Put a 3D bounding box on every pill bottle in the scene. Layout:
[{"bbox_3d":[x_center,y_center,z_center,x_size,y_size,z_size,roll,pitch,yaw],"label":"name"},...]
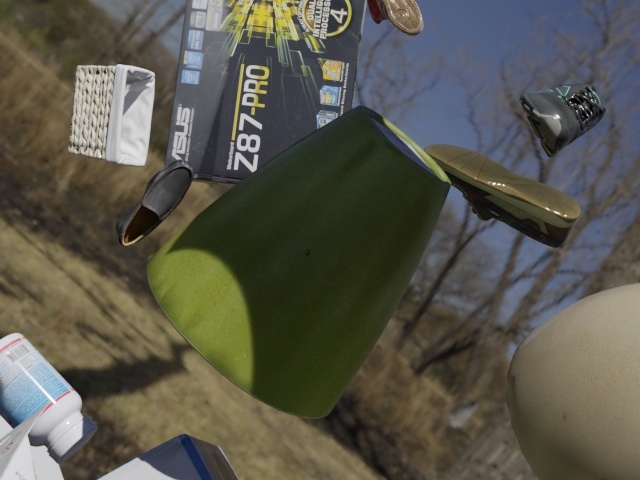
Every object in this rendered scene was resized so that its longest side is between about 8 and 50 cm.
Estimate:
[{"bbox_3d":[-0.358,0.200,1.405,0.160,0.087,0.087,45,-2,8],"label":"pill bottle"}]

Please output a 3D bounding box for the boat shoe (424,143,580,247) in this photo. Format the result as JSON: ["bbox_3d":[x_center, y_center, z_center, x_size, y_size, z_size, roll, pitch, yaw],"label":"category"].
[{"bbox_3d":[0.230,-0.057,1.487,0.223,0.073,0.080,26,32,18],"label":"boat shoe"}]

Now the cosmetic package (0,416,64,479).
[{"bbox_3d":[-0.458,0.312,1.634,0.117,0.085,0.231,18,25,-36],"label":"cosmetic package"}]

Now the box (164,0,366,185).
[{"bbox_3d":[-0.094,-0.287,2.007,0.318,0.395,0.097,8,-2,4],"label":"box"}]

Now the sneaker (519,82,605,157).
[{"bbox_3d":[0.358,-0.194,1.650,0.101,0.106,0.267,62,16,-6],"label":"sneaker"}]

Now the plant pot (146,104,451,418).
[{"bbox_3d":[0.000,0.000,1.271,0.274,0.293,0.275,37,15,-12],"label":"plant pot"}]

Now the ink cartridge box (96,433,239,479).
[{"bbox_3d":[-0.150,0.415,1.436,0.286,0.166,0.395,60,-6,11],"label":"ink cartridge box"}]

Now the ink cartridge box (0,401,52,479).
[{"bbox_3d":[-0.288,0.229,0.939,0.045,0.145,0.179,49,20,-12],"label":"ink cartridge box"}]

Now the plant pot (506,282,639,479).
[{"bbox_3d":[0.365,0.152,1.178,0.284,0.284,0.191,42,-42,10],"label":"plant pot"}]

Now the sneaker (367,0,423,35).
[{"bbox_3d":[0.099,-0.302,1.492,0.118,0.042,0.067,53,-5,26],"label":"sneaker"}]

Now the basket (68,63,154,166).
[{"bbox_3d":[-0.357,-0.214,1.913,0.103,0.167,0.113,7,4,18],"label":"basket"}]

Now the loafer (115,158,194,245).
[{"bbox_3d":[-0.259,-0.054,1.775,0.062,0.170,0.061,35,14,-20],"label":"loafer"}]
